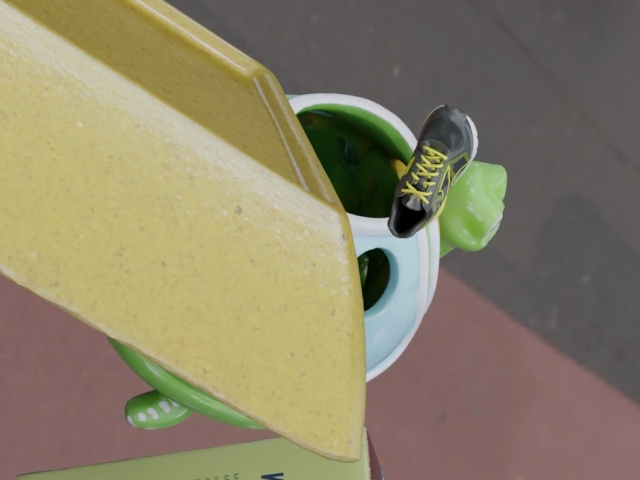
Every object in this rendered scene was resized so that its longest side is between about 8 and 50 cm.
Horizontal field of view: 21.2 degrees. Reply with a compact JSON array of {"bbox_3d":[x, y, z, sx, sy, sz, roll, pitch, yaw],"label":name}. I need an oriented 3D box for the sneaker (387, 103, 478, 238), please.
[{"bbox_3d":[0.058,-0.033,0.896,0.035,0.031,0.083,-53,164,-49],"label":"sneaker"}]

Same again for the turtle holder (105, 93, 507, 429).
[{"bbox_3d":[-0.004,0.013,1.273,0.320,0.227,0.243,20,46,-25],"label":"turtle holder"}]

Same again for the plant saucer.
[{"bbox_3d":[-0.120,-0.075,0.761,0.333,0.333,0.081,33,102,-20],"label":"plant saucer"}]

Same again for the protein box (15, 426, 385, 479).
[{"bbox_3d":[-0.053,0.231,0.942,0.136,0.201,0.200,70,13,-56],"label":"protein box"}]
